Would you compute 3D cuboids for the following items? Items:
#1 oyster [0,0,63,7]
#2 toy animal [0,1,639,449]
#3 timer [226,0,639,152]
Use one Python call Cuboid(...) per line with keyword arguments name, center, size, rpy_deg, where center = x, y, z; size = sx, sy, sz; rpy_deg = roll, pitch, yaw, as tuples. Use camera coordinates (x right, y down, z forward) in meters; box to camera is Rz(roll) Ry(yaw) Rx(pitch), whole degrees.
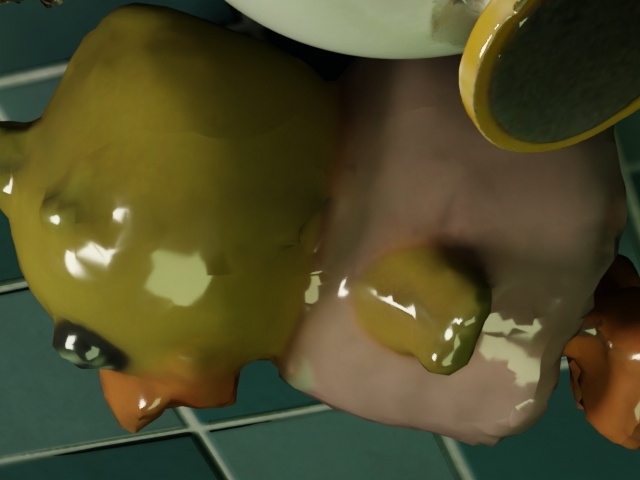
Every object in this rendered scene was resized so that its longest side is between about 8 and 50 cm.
Cuboid(name="oyster", center=(-0.130, -0.119, 0.739), size=(0.148, 0.051, 0.103), rpy_deg=(-10, 130, 30))
Cuboid(name="toy animal", center=(-0.002, -0.004, 0.782), size=(0.281, 0.195, 0.169), rpy_deg=(3, 99, -5))
Cuboid(name="timer", center=(0.028, -0.175, 0.590), size=(0.233, 0.240, 0.233), rpy_deg=(-21, 141, -18))
